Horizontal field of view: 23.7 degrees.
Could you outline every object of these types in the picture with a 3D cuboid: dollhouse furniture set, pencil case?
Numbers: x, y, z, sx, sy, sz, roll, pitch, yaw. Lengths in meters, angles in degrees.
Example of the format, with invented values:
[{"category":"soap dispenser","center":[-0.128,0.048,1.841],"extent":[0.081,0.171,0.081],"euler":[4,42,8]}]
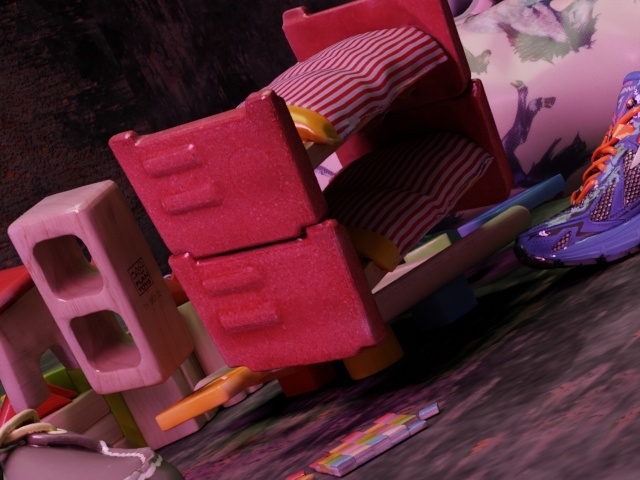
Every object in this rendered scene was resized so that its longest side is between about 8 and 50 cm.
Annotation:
[{"category":"dollhouse furniture set","center":[-0.094,-0.020,0.944],"extent":[0.374,0.152,0.201],"euler":[-13,21,35]},{"category":"pencil case","center":[0.169,-0.120,1.146],"extent":[0.410,0.160,0.183],"euler":[-18,47,16]}]

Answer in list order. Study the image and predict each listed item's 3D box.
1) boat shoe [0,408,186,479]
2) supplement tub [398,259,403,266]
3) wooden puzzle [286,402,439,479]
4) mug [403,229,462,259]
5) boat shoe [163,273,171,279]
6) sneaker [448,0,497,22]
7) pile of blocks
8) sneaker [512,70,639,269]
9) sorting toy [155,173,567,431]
[{"category":"boat shoe","center":[-0.160,0.140,0.769],"extent":[0.109,0.091,0.305],"euler":[-29,4,-37]},{"category":"supplement tub","center":[0.000,0.000,1.465],"extent":[0.190,0.117,0.117],"euler":[-26,3,6]},{"category":"wooden puzzle","center":[0.021,0.098,0.737],"extent":[0.083,0.006,0.049],"euler":[-28,3,-17]},{"category":"mug","center":[0.098,-0.031,1.338],"extent":[0.157,0.097,0.129],"euler":[-29,4,-19]},{"category":"boat shoe","center":[-0.120,0.064,1.264],"extent":[0.066,0.066,0.183],"euler":[15,-53,-42]},{"category":"sneaker","center":[0.048,-0.138,1.370],"extent":[0.319,0.131,0.112],"euler":[-29,5,-32]},{"category":"pile of blocks","center":[-0.130,0.090,1.137],"extent":[0.362,0.113,0.149],"euler":[-29,4,-42]},{"category":"sneaker","center":[0.202,-0.058,0.945],"extent":[0.221,0.087,0.083],"euler":[-37,3,-13]},{"category":"sorting toy","center":[0.031,0.056,1.004],"extent":[0.347,0.047,0.196],"euler":[-30,1,-39]}]
